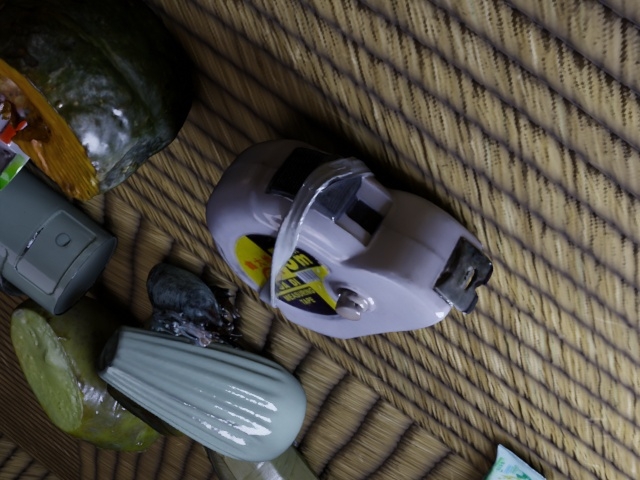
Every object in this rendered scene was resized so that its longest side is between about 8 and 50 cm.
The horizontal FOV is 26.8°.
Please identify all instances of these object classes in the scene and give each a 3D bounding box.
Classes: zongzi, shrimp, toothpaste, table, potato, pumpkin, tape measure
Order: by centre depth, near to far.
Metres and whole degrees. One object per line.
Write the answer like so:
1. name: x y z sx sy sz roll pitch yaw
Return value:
1. tape measure: 0.000 0.000 1.135 0.197 0.120 0.236 41 153 -18
2. pumpkin: -0.245 -0.145 1.221 0.280 0.139 0.190 12 144 51
3. toothpaste: 0.194 0.296 1.491 0.075 0.048 0.297 38 154 12
4. shrimp: -0.146 0.086 1.548 0.233 0.090 0.079 31 140 55
5. table: -0.375 -0.020 1.662 0.220 0.126 0.126 36 157 5
6. potato: -0.324 0.185 1.893 0.141 0.176 0.298 -22 124 38
7. zongzi: -0.109 0.303 1.900 0.228 0.115 0.256 53 164 -21

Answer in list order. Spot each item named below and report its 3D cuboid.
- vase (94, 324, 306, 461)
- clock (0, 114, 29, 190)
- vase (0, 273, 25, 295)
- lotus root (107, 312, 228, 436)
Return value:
1. vase: -0.144 0.175 1.603 0.248 0.128 0.128 25 162 -19
2. clock: -0.425 -0.188 1.385 0.309 0.166 0.235 38 158 -16
3. vase: -0.507 0.023 1.989 0.219 0.096 0.096 16 148 39
4. lotus root: -0.198 0.173 1.764 0.119 0.138 0.235 34 153 -13
